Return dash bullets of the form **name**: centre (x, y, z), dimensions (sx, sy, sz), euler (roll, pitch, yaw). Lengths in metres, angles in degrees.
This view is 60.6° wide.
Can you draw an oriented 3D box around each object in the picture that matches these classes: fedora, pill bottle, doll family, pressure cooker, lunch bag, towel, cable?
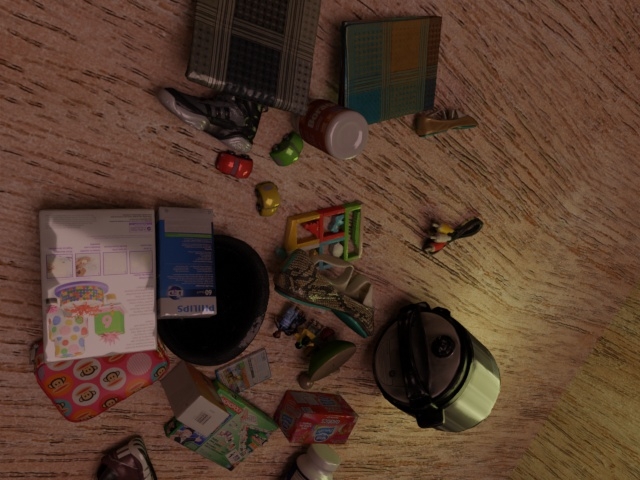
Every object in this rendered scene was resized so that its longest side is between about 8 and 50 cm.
- **fedora**: centre (-0.268, 0.159, 1.438), dimensions (0.334, 0.334, 0.152), euler (-48, 165, -3)
- **pill bottle**: centre (-0.048, 0.869, 1.971), dimensions (0.153, 0.153, 0.265), euler (29, 96, -39)
- **doll family**: centre (-0.071, 0.278, 1.696), dimensions (0.193, 0.076, 0.111), euler (38, 89, -18)
- **pill bottle**: centre (0.015, -0.286, 1.374), dimensions (0.121, 0.216, 0.121), euler (-15, 120, -27)
- **pressure cooker**: centre (0.387, 0.434, 1.893), dimensions (0.376, 0.369, 0.420), euler (-53, 133, -3)
- **lunch bag**: centre (-0.550, 0.286, 1.364), dimensions (0.293, 0.120, 0.258), euler (-28, 125, -18)
- **towel**: centre (-0.143, -0.475, 1.237), dimensions (0.312, 0.056, 0.325), euler (8, 89, -34)
- **cable**: centre (0.464, -0.008, 1.905), dimensions (0.287, 0.072, 0.140), euler (-3, 120, -32)
- **towel**: centre (0.191, -0.461, 1.485), dimensions (0.370, 0.040, 0.272), euler (-21, 125, -35)

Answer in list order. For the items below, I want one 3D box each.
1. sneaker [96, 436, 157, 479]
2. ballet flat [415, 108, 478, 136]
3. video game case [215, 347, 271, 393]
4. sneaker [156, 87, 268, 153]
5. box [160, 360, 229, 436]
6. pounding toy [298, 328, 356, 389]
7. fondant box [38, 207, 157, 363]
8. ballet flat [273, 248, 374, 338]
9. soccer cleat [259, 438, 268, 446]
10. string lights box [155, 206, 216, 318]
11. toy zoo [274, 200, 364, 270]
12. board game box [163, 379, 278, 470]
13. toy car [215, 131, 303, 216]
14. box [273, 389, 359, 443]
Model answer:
- **sneaker**: centre (-0.567, 0.714, 1.599), dimensions (0.162, 0.106, 0.282), euler (-17, 112, -18)
- **ballet flat**: centre (0.390, -0.367, 1.672), dimensions (0.232, 0.080, 0.073), euler (-15, 106, -28)
- **video game case**: centre (-0.237, 0.414, 1.703), dimensions (0.166, 0.015, 0.119), euler (-22, 124, -23)
- **sneaker**: centre (-0.240, -0.320, 1.271), dimensions (0.268, 0.101, 0.153), euler (25, 98, -45)
- **box**: centre (-0.354, 0.442, 1.539), dimensions (0.091, 0.170, 0.130), euler (-44, 129, -4)
- **pounding toy**: centre (0.007, 0.377, 1.805), dimensions (0.182, 0.110, 0.237), euler (-21, 152, -34)
- **fondant box**: centre (-0.500, 0.092, 1.239), dimensions (0.238, 0.096, 0.331), euler (-2, 93, -29)
- **ballet flat**: centre (0.057, 0.155, 1.655), dimensions (0.482, 0.164, 0.182), euler (35, 85, -45)
- **soccer cleat**: centre (-0.213, 0.685, 1.844), dimensions (0.083, 0.035, 0.029), euler (-26, 126, -20)
- **string lights box**: centre (-0.327, 0.055, 1.321), dimensions (0.133, 0.076, 0.260), euler (2, 76, -26)
- **toy zoo**: centre (0.000, 0.000, 1.633), dimensions (0.293, 0.030, 0.193), euler (-14, 121, -27)
- **board game box**: centre (-0.303, 0.588, 1.718), dimensions (0.213, 0.046, 0.317), euler (-42, 129, -3)
- **toy car**: centre (-0.126, -0.194, 1.435), dimensions (0.225, 0.053, 0.239), euler (-45, 130, -6)
- **box**: centre (-0.013, 0.607, 1.875), dimensions (0.256, 0.128, 0.123), euler (18, 103, -38)
